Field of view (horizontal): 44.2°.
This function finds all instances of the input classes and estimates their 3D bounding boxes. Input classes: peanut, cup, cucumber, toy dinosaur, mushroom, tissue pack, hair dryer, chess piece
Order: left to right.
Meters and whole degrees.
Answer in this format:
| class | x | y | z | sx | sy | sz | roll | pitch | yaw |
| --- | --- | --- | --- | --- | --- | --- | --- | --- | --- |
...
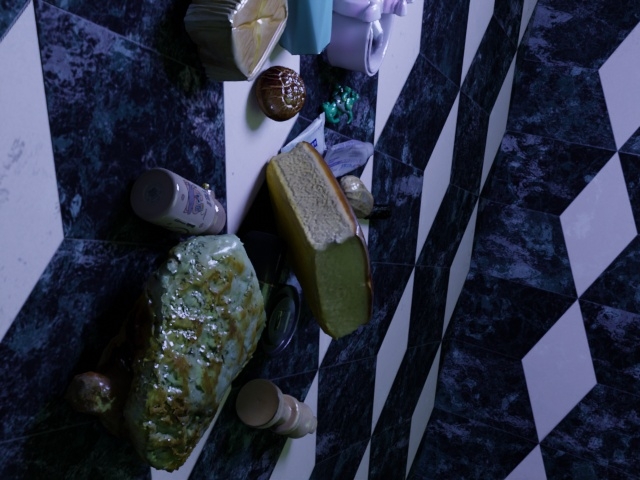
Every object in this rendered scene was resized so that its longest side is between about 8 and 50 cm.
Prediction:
| class | x | y | z | sx | sy | sz | roll | pitch | yaw |
| --- | --- | --- | --- | --- | --- | --- | --- | --- | --- |
| hair dryer | -0.196 | 0.044 | 1.629 | 0.352 | 0.107 | 0.189 | 28 | 76 | -60 |
| mushroom | -0.081 | -0.310 | 1.662 | 0.109 | 0.085 | 0.126 | 60 | 44 | -57 |
| chess piece | -0.095 | 0.457 | 2.060 | 0.117 | 0.117 | 0.397 | -68 | 156 | -14 |
| cup | -0.030 | -0.503 | 1.602 | 0.134 | 0.148 | 0.235 | -51 | 151 | -35 |
| tissue pack | -0.035 | -0.212 | 1.888 | 0.193 | 0.026 | 0.122 | -50 | 145 | -43 |
| toy dinosaur | 0.048 | -0.333 | 1.971 | 0.132 | 0.059 | 0.096 | 32 | 83 | -56 |
| peanut | 0.095 | -0.112 | 2.156 | 0.093 | 0.083 | 0.194 | -67 | 155 | -15 |
| cucumber | 0.166 | -0.086 | 2.368 | 0.181 | 0.053 | 0.053 | -3 | 107 | -62 |

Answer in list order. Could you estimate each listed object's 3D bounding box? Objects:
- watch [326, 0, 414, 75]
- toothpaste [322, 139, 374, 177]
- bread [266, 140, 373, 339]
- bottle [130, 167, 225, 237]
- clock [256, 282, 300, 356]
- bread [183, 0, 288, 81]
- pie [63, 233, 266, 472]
| class | x | y | z | sx | sy | sz | roll | pitch | yaw |
| --- | --- | --- | --- | --- | --- | --- | --- | --- | --- |
| watch | 0.126 | -0.520 | 1.873 | 0.231 | 0.196 | 0.244 | 88 | 26 | -47 |
| toothpaste | 0.065 | -0.215 | 2.050 | 0.282 | 0.068 | 0.099 | -31 | 117 | -58 |
| bread | 0.000 | 0.000 | 1.754 | 0.143 | 0.333 | 0.323 | -20 | 138 | -8 |
| bottle | -0.249 | -0.066 | 1.441 | 0.209 | 0.097 | 0.110 | 28 | 62 | -66 |
| clock | -0.111 | 0.193 | 1.948 | 0.184 | 0.040 | 0.184 | -41 | 139 | -50 |
| bread | -0.152 | -0.405 | 1.431 | 0.209 | 0.110 | 0.192 | -64 | 160 | -21 |
| pie | -0.241 | 0.211 | 1.484 | 0.418 | 0.180 | 0.395 | -55 | 152 | -22 |
